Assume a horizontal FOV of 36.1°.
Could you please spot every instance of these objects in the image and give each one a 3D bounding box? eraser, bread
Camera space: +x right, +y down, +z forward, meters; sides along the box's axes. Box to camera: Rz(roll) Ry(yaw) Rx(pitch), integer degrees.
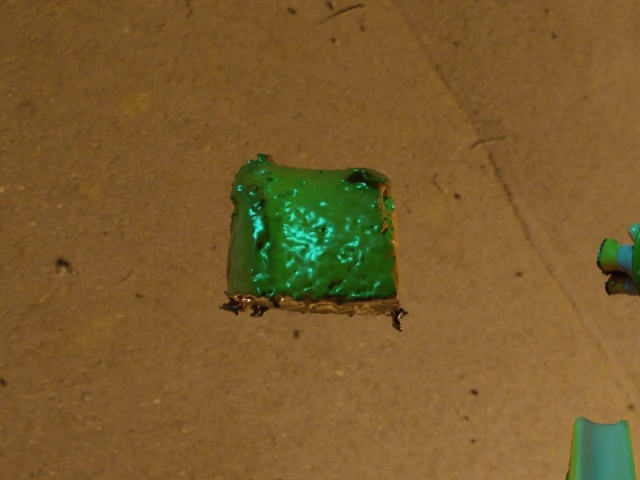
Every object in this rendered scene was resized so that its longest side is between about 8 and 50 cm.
[{"bbox_3d":[0.281,0.288,1.000,0.226,0.069,0.158,-27,122,-73],"label":"eraser"},{"bbox_3d":[-0.003,-0.001,0.853,0.260,0.160,0.147,48,44,-78],"label":"bread"}]

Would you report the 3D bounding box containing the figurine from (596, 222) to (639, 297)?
[{"bbox_3d":[0.472,0.039,1.209,0.143,0.263,0.162,-33,112,-40],"label":"figurine"}]
